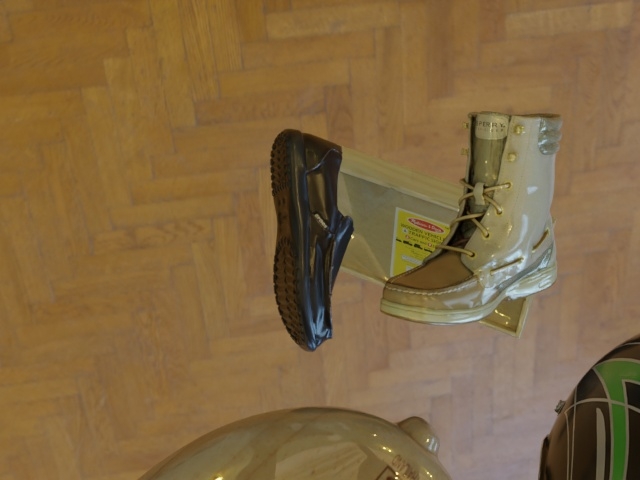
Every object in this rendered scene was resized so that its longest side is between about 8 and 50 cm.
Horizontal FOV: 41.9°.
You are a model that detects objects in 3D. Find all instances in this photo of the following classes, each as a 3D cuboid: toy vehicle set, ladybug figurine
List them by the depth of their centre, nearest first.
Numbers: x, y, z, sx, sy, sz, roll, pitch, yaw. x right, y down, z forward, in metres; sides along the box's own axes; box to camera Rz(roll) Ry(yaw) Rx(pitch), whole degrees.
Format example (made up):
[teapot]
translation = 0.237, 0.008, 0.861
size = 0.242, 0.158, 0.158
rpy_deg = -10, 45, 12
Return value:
[ladybug figurine]
translation = -0.059, 0.315, 0.726
size = 0.449, 0.162, 0.305
rpy_deg = -44, 94, 6
[toy vehicle set]
translation = 0.124, 0.002, 0.967
size = 0.267, 0.035, 0.165
rpy_deg = 21, 137, 19

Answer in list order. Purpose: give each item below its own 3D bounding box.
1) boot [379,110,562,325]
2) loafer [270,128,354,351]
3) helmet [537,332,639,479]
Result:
[boot]
translation = 0.131, -0.025, 0.696
size = 0.213, 0.077, 0.165
rpy_deg = -15, 113, -41
[loafer]
translation = 0.000, 0.000, 0.818
size = 0.079, 0.080, 0.219
rpy_deg = -3, 95, -20
[helmet]
translation = 0.169, 0.108, 0.330
size = 0.170, 0.161, 0.169
rpy_deg = 12, 151, 7
